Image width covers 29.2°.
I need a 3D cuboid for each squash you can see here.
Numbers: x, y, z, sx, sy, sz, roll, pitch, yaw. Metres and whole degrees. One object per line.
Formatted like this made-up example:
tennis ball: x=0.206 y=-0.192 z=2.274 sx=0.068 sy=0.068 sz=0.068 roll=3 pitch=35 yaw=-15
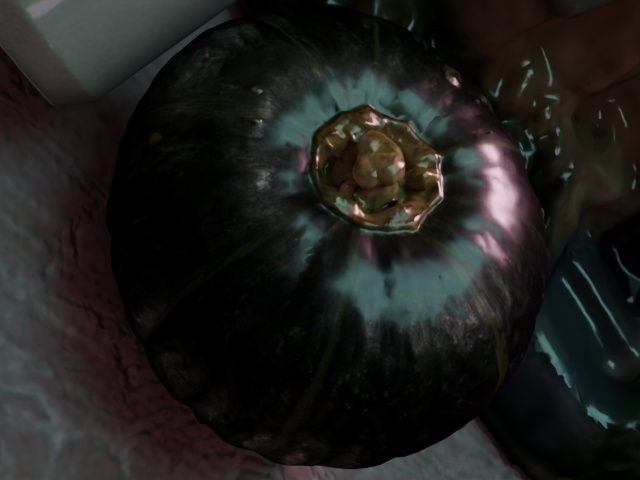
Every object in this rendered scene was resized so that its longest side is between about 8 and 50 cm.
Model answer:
squash: x=0.001 y=-0.003 z=0.509 sx=0.193 sy=0.156 sz=0.193 roll=4 pitch=82 yaw=-32

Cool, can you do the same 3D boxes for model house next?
model house: x=0.252 y=-0.130 z=0.668 sx=0.395 sy=0.400 sz=0.445 roll=-28 pitch=92 yaw=-54

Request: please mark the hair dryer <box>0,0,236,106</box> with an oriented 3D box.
hair dryer: x=-0.137 y=-0.233 z=0.524 sx=0.357 sy=0.173 sz=0.107 roll=53 pitch=-5 yaw=18
